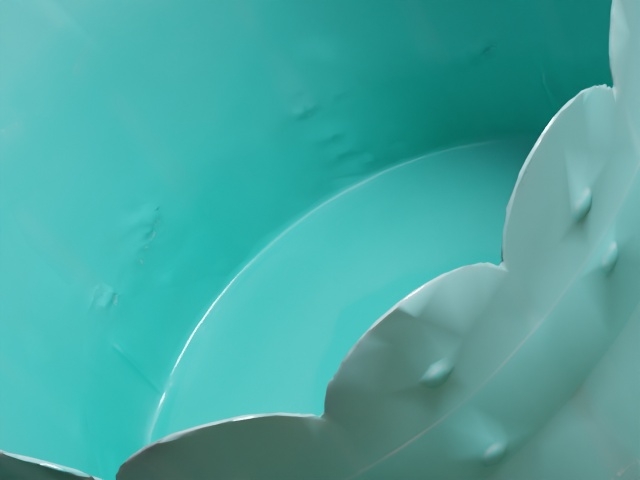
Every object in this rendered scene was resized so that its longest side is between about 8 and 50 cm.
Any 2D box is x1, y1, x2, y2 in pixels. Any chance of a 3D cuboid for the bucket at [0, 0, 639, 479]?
[{"bbox_3d":[0.000,0.000,0.621,0.281,0.183,0.281,-18,44,18],"label":"bucket"}]
